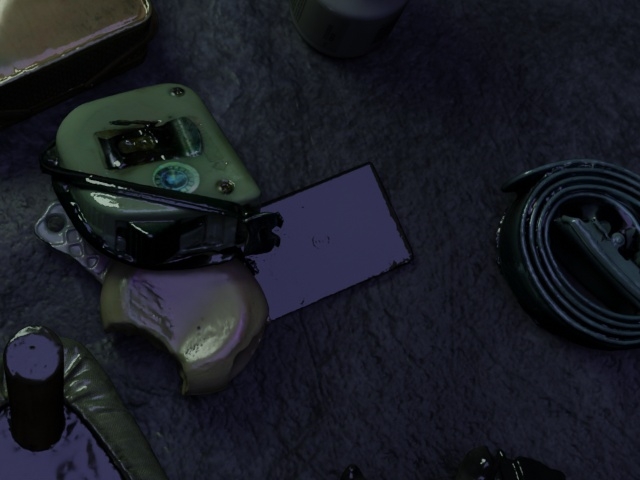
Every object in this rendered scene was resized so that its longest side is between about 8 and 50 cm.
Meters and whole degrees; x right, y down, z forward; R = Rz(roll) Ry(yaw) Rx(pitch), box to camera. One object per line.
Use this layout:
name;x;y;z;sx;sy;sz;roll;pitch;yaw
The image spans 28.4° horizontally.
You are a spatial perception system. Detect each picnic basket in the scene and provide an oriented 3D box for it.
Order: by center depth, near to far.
picnic basket;-0.326;-0.247;1.425;0.266;0.139;0.165;-28;83;-14

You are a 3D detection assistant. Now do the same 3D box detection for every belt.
belt;0.323;0.012;1.490;0.267;0.116;0.206;34;79;-3

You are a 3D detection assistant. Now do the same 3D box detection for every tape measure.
tape measure;-0.183;-0.062;1.372;0.207;0.115;0.235;-17;53;-25

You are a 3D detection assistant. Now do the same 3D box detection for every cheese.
cheese;-0.196;0.051;1.414;0.286;0.082;0.163;31;72;1

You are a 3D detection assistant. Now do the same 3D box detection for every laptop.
laptop;0.000;0.000;1.491;0.197;0.016;0.135;-21;83;-12

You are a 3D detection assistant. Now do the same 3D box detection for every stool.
stool;-0.309;0.270;1.268;0.310;0.226;0.310;-32;86;-15

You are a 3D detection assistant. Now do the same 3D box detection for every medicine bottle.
medicine bottle;0.042;-0.306;1.463;0.135;0.215;0.135;2;76;-10

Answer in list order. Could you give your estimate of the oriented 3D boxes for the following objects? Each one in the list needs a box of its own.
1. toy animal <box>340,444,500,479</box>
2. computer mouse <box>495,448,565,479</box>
toy animal;0.087;0.314;1.352;0.343;0.106;0.168;-24;61;-4
computer mouse;0.230;0.363;1.413;0.147;0.088;0.264;-8;76;-14
